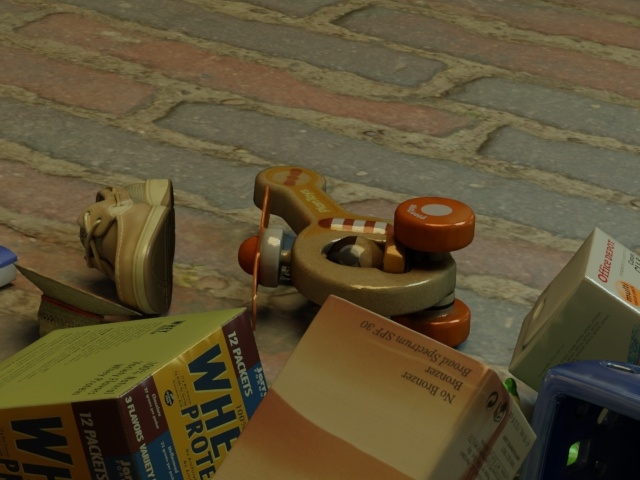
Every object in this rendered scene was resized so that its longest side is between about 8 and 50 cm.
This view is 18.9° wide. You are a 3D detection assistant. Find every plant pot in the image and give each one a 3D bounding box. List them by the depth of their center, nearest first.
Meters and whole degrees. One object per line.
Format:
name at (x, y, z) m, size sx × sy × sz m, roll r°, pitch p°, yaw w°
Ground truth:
plant pot at (0.295, 0.219, 1.481) m, size 0.236 × 0.236 × 0.212 m, roll 19°, pitch 19°, yaw 29°

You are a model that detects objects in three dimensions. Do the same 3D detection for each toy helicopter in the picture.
toy helicopter at (0.000, 0.000, 2.043) m, size 0.235 × 0.140 × 0.355 m, roll -8°, pitch 25°, yaw -20°

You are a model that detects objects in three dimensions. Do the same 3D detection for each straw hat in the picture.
straw hat at (-0.246, 0.075, 1.881) m, size 0.144 × 0.061 × 0.144 m, roll 22°, pitch -3°, yaw 1°

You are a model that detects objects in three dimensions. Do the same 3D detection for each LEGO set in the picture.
LEGO set at (-0.018, 0.038, 2.092) m, size 0.083 × 0.023 × 0.054 m, roll 22°, pitch 27°, yaw 4°

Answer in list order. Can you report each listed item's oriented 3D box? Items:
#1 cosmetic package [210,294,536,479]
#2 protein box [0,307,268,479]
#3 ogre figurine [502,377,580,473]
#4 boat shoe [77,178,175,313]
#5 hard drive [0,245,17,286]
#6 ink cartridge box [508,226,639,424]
cosmetic package at (0.004, 0.207, 1.332) m, size 0.153 × 0.296 × 0.129 m, roll 22°, pitch -17°, yaw 31°
protein box at (-0.170, 0.157, 1.532) m, size 0.201 × 0.136 × 0.200 m, roll -8°, pitch 14°, yaw 30°
ogre figurine at (0.159, 0.174, 1.724) m, size 0.118 × 0.097 × 0.197 m, roll 8°, pitch 30°, yaw -47°
boat shoe at (-0.205, 0.004, 2.018) m, size 0.098 × 0.109 × 0.302 m, roll -1°, pitch 17°, yaw -3°
hard drive at (-0.487, 0.043, 1.925) m, size 0.210 × 0.040 × 0.318 m, roll 18°, pitch 26°, yaw 26°
ink cartridge box at (0.285, 0.101, 1.798) m, size 0.176 × 0.127 × 0.128 m, roll 33°, pitch 25°, yaw -2°
